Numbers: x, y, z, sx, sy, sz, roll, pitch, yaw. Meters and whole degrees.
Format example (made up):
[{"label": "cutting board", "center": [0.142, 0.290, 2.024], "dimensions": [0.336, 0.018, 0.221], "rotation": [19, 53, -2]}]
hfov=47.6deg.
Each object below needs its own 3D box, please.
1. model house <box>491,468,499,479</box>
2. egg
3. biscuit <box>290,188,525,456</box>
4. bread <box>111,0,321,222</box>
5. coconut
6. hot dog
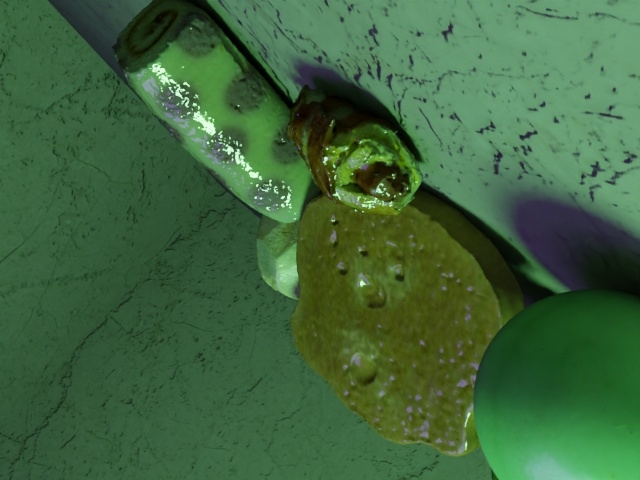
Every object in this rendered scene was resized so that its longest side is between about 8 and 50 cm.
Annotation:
[{"label": "model house", "center": [0.467, 0.369, 1.488], "dimensions": [0.205, 0.218, 0.278], "rotation": [-77, -15, -53]}, {"label": "egg", "center": [0.252, 0.153, 0.665], "dimensions": [0.220, 0.220, 0.269], "rotation": [42, -176, -3]}, {"label": "biscuit", "center": [0.104, 0.100, 0.996], "dimensions": [0.385, 0.062, 0.365], "rotation": [31, 125, 40]}, {"label": "bread", "center": [-0.139, -0.183, 1.066], "dimensions": [0.338, 0.155, 0.187], "rotation": [45, 178, -36]}, {"label": "coconut", "center": [0.000, 0.000, 1.229], "dimensions": [0.197, 0.237, 0.237], "rotation": [43, 174, -35]}, {"label": "hot dog", "center": [0.026, -0.101, 0.846], "dimensions": [0.146, 0.103, 0.213], "rotation": [45, 175, -38]}]
